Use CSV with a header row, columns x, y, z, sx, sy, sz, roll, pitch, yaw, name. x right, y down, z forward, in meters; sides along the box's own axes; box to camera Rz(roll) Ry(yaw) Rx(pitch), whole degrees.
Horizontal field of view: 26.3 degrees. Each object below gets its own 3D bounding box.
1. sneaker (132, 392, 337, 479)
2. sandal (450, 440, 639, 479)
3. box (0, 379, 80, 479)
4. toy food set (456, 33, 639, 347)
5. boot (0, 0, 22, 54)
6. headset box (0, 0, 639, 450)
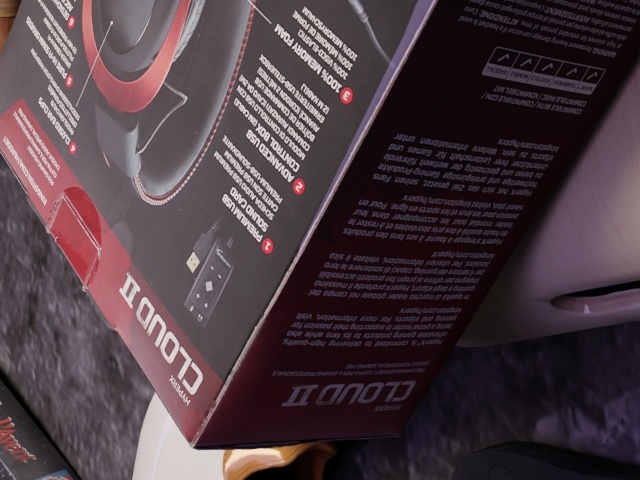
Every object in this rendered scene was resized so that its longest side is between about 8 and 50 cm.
x,y,z,sx,sy,sz,roll,pitch,yaw,name
-0.057,0.216,0.734,0.123,0.105,0.290,25,111,45,sneaker
0.145,0.129,0.546,0.254,0.054,0.097,-11,87,47,sandal
-0.269,0.158,0.980,0.233,0.044,0.159,45,126,26,box
0.112,-0.122,0.541,0.219,0.092,0.306,-15,76,47,toy food set
-0.265,-0.158,0.936,0.197,0.073,0.152,36,126,44,boot
-0.011,-0.079,0.521,0.218,0.110,0.293,49,122,39,headset box
